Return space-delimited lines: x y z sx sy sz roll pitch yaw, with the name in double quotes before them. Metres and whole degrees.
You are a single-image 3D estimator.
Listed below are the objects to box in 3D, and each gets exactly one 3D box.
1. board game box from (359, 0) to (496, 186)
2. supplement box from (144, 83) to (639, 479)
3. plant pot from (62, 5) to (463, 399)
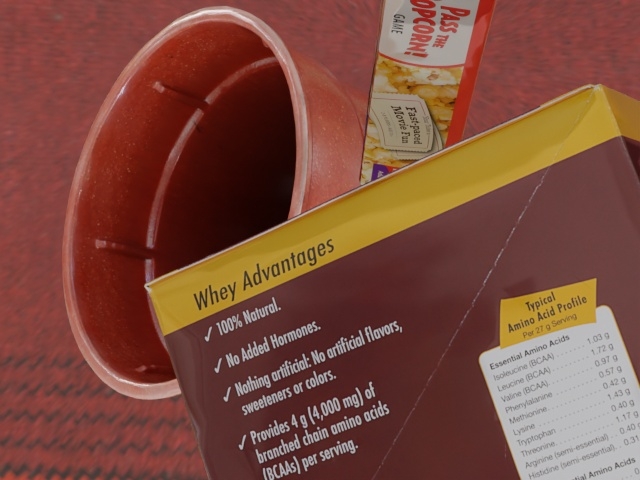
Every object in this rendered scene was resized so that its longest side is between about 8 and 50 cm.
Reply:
"board game box" 0.052 -0.127 0.764 0.045 0.193 0.147 8 65 1
"supplement box" 0.071 0.073 0.650 0.191 0.129 0.194 -24 77 24
"plant pot" 0.000 0.000 1.280 0.265 0.272 0.272 16 98 -38
